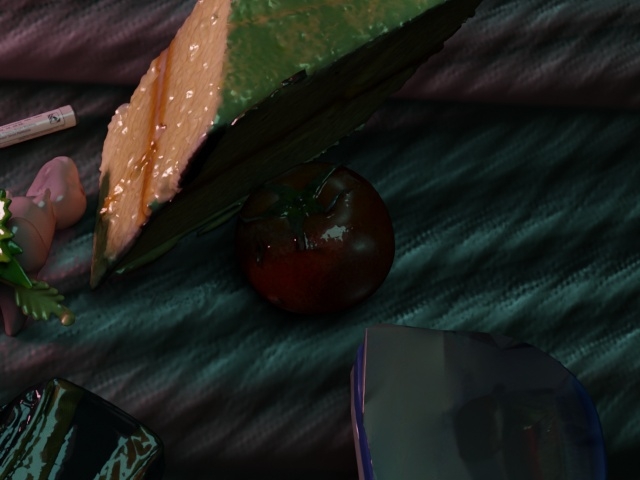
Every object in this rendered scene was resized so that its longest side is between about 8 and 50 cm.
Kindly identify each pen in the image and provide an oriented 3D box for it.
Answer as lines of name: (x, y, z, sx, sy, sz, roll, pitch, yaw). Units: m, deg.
pen: (-0.361, -0.108, 1.847, 0.204, 0.025, 0.025, -19, 72, -19)

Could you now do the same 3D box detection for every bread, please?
bread: (-0.015, -0.122, 1.777, 0.405, 0.345, 0.242, 3, 59, -19)

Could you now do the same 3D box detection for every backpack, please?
backpack: (-0.276, 0.274, 1.648, 0.206, 0.133, 0.258, 31, 70, -7)

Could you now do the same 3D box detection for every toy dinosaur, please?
toy dinosaur: (-0.323, 0.003, 1.769, 0.152, 0.177, 0.194, -11, 78, 29)

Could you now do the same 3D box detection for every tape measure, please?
tape measure: (0.158, 0.225, 1.754, 0.262, 0.138, 0.259, -1, 68, -13)

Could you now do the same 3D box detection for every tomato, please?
tomato: (0.000, 0.000, 1.813, 0.167, 0.167, 0.167, 5, 66, -11)
